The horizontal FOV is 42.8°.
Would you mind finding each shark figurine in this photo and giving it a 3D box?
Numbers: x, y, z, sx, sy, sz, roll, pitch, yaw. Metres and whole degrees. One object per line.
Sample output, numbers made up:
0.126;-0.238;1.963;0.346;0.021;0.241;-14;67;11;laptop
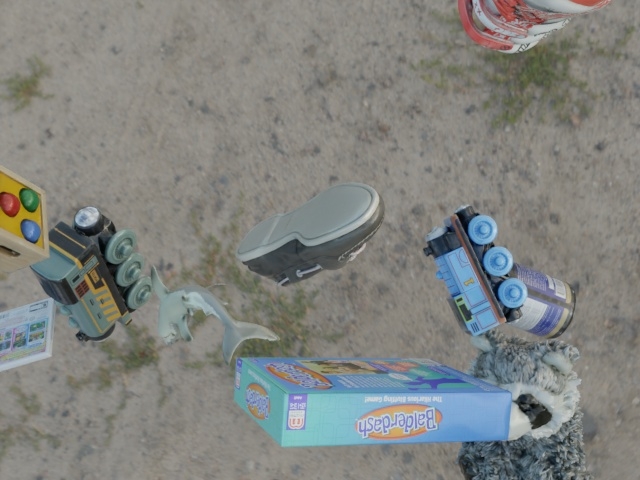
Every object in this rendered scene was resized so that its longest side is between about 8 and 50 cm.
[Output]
-0.195;0.110;1.426;0.278;0.116;0.166;-1;106;49;shark figurine

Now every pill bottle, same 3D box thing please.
0.383;0.107;1.617;0.219;0.123;0.123;21;71;-13;pill bottle

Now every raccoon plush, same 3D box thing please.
0.339;0.225;1.367;0.216;0.446;0.299;1;110;12;raccoon plush

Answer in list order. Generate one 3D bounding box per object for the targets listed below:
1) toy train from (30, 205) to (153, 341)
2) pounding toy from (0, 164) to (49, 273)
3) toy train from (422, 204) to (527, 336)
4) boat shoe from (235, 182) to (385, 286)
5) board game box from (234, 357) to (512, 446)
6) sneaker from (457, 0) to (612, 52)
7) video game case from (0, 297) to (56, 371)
-0.454;0.075;1.634;0.142;0.334;0.190;31;62;22;toy train
-0.499;-0.011;1.236;0.094;0.181;0.206;-20;63;15;pounding toy
0.218;0.044;1.161;0.105;0.080;0.184;-25;89;-3;toy train
0.000;0.000;1.169;0.335;0.095;0.112;-15;39;54;boat shoe
0.041;0.143;0.748;0.210;0.160;0.047;4;92;-19;board game box
0.167;-0.207;0.679;0.145;0.270;0.090;-26;90;41;sneaker
-0.618;0.196;1.666;0.157;0.019;0.143;-16;49;7;video game case
